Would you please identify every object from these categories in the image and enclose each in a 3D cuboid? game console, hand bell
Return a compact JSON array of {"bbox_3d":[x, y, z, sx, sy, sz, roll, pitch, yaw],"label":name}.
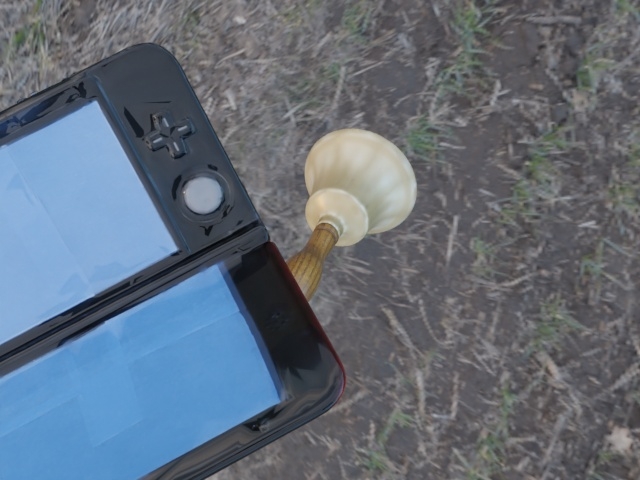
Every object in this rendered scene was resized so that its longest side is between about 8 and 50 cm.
[{"bbox_3d":[-0.085,0.020,0.318,0.144,0.085,0.124,-28,106,-4],"label":"game console"},{"bbox_3d":[0.000,0.000,0.947,0.126,0.126,0.242,50,37,-13],"label":"hand bell"}]
